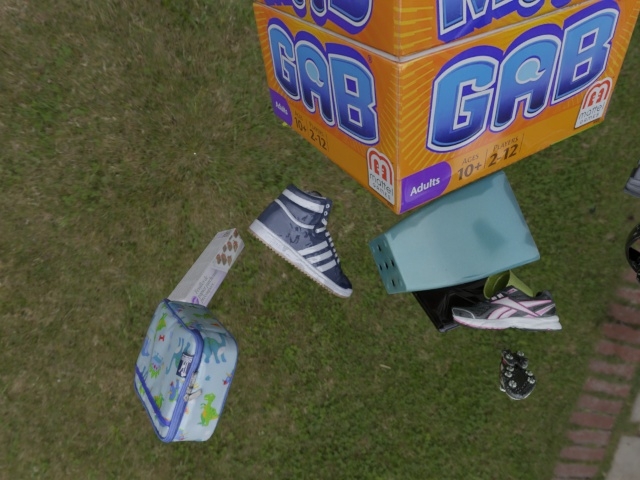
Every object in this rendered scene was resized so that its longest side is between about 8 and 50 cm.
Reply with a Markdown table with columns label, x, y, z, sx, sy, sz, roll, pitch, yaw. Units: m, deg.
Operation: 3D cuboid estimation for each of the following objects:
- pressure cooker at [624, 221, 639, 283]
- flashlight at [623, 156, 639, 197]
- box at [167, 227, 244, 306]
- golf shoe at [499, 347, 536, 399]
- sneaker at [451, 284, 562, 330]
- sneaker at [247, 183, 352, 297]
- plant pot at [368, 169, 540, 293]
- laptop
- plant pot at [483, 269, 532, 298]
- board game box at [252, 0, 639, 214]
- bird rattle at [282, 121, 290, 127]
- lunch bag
| label | x | y | z | sx | sy | sz | roll | pitch | yaw |
| --- | --- | --- | --- | --- | --- | --- | --- | --- | --- |
| pressure cooker | 1.123 | 0.038 | 1.273 | 0.375 | 0.420 | 0.370 | -34 | 127 | -49 |
| flashlight | 0.672 | -0.072 | 0.713 | 0.103 | 0.304 | 0.103 | -23 | 132 | -48 |
| box | -0.286 | 0.078 | 1.141 | 0.067 | 0.324 | 0.063 | -13 | 117 | 20 |
| golf shoe | 0.656 | 0.475 | 1.504 | 0.105 | 0.273 | 0.120 | 13 | 107 | 18 |
| sneaker | 0.314 | 0.116 | 0.768 | 0.178 | 0.072 | 0.077 | 1 | 76 | 3 |
| sneaker | 0.000 | 0.000 | 0.933 | 0.282 | 0.099 | 0.153 | 38 | 86 | -29 |
| plant pot | 0.221 | 0.006 | 0.806 | 0.234 | 0.166 | 0.166 | -20 | 85 | -14 |
| laptop | 0.443 | 0.131 | 1.353 | 0.407 | 0.382 | 0.236 | -19 | 131 | -8 |
| plant pot | 0.423 | 0.111 | 0.989 | 0.079 | 0.083 | 0.083 | 29 | 92 | -10 |
| board game box | 0.138 | -0.321 | 0.575 | 0.356 | 0.356 | 0.356 | -24 | 133 | -18 |
| bird rattle | 0.020 | -0.332 | 1.096 | 0.207 | 0.253 | 0.143 | -37 | 136 | -28 |
| lunch bag | -0.222 | 0.202 | 0.712 | 0.090 | 0.219 | 0.176 | 17 | 94 | -36 |
